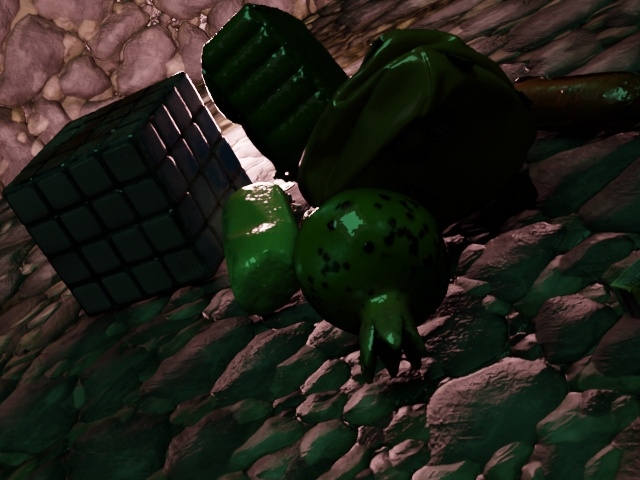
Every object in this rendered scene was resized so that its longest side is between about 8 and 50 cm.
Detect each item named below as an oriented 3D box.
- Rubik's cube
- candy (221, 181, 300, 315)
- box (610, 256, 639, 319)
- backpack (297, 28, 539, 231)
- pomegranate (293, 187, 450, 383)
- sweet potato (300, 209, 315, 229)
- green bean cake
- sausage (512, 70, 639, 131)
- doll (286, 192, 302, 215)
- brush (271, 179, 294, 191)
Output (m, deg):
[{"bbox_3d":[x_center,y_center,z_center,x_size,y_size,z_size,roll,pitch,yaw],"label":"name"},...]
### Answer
[{"bbox_3d":[-0.382,-0.095,2.045,0.343,0.337,0.344,-18,25,25],"label":"Rubik's cube"},{"bbox_3d":[-0.104,0.005,1.790,0.142,0.132,0.343,-11,26,-2],"label":"candy"},{"bbox_3d":[0.446,0.018,1.223,0.207,0.050,0.041,-39,22,-20],"label":"box"},{"bbox_3d":[0.151,-0.134,1.544,0.378,0.353,0.201,-52,37,27],"label":"backpack"},{"bbox_3d":[0.092,0.064,1.397,0.230,0.231,0.286,-28,65,4],"label":"pomegranate"},{"bbox_3d":[-0.001,0.003,1.761,0.218,0.051,0.065,-118,46,-60],"label":"sweet potato"},{"bbox_3d":[-0.069,-0.294,1.984,0.218,0.319,0.335,-40,-14,17],"label":"green bean cake"},{"bbox_3d":[0.426,-0.235,1.700,0.102,0.102,0.330,-40,26,-23],"label":"sausage"},{"bbox_3d":[-0.077,-0.077,2.029,0.057,0.039,0.114,-34,26,2],"label":"doll"},{"bbox_3d":[-0.080,-0.119,2.099,0.083,0.011,0.205,-30,11,-4],"label":"brush"}]
